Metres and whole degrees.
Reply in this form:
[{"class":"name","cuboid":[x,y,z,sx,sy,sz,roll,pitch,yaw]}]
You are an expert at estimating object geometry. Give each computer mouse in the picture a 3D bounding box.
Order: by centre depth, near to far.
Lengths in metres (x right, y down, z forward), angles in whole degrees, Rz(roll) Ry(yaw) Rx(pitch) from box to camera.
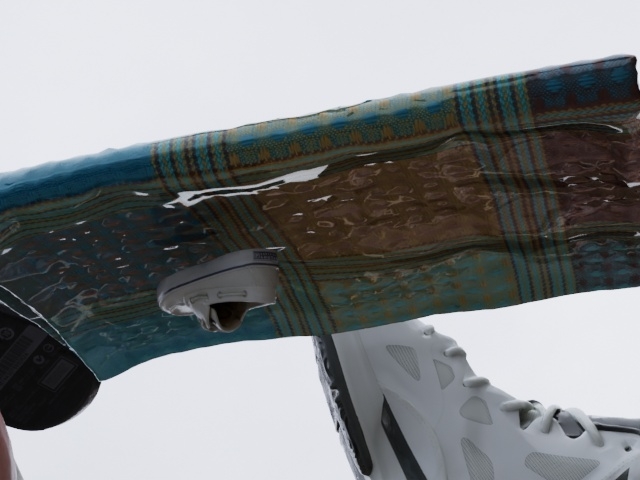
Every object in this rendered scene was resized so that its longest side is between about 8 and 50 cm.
[{"class":"computer mouse","cuboid":[-0.245,0.014,1.238,0.262,0.060,0.184,26,-63,-21]}]

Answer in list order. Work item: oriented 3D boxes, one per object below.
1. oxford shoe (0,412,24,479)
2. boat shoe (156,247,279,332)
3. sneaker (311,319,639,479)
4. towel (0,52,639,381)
[{"class":"oxford shoe","cuboid":[-0.257,0.026,0.536,0.397,0.140,0.146,31,-17,13]},{"class":"boat shoe","cuboid":[-0.054,0.031,0.965,0.035,0.035,0.100,5,-16,-38]},{"class":"sneaker","cuboid":[0.151,0.165,1.678,0.257,0.447,0.169,-19,-21,-4]},{"class":"towel","cuboid":[0.000,0.000,1.004,0.370,0.040,0.271,-10,-22,11]}]
